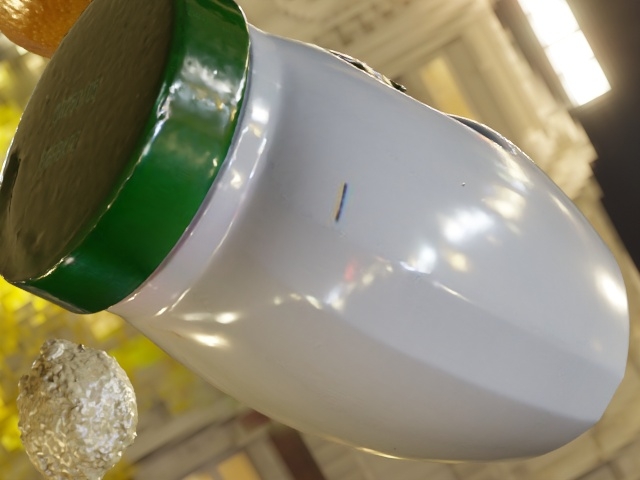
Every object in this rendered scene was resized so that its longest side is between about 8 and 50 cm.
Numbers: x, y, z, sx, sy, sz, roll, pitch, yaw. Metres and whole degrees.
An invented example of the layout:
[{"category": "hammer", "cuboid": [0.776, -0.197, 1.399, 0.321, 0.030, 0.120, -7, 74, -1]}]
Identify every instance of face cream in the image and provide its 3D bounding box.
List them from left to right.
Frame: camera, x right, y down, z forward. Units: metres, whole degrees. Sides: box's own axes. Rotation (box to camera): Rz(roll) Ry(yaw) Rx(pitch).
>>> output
[{"category": "face cream", "cuboid": [0.000, 0.000, 1.227, 0.219, 0.357, 0.312, -62, -152, 5]}]

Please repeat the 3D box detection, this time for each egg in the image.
[{"category": "egg", "cuboid": [-0.232, 0.166, 1.900, 0.118, 0.140, 0.116, 8, 180, -6]}]

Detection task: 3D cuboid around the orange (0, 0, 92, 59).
[{"category": "orange", "cuboid": [-0.202, -0.276, 1.729, 0.264, 0.264, 0.264, -28, -168, 6]}]
